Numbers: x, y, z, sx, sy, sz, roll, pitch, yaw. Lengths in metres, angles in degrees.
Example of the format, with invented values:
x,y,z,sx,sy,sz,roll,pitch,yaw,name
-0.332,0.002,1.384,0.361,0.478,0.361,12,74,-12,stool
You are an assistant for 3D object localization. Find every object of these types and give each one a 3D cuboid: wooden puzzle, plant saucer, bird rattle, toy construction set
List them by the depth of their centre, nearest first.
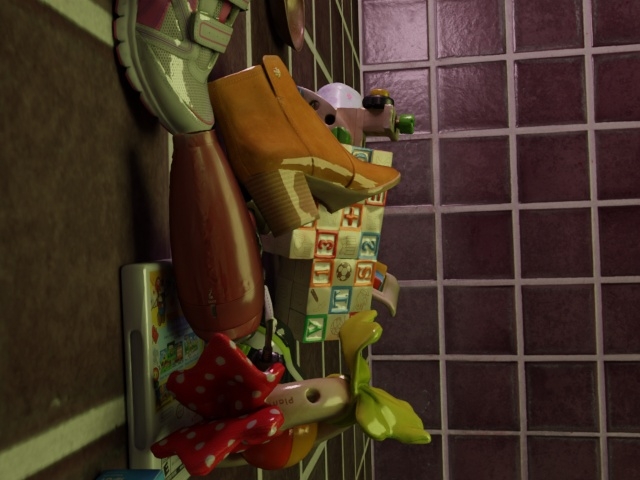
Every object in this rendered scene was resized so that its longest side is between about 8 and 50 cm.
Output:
x,y,z,sx,sy,sz,roll,pitch,yaw,name
-0.034,0.170,0.598,0.143,0.253,0.207,62,-38,22,bird rattle
-0.062,-0.437,1.160,0.198,0.036,0.199,-1,90,-80,plant saucer
0.056,-0.137,1.201,0.309,0.237,0.258,73,17,-59,toy construction set
0.048,0.042,1.220,0.044,0.238,0.221,-59,177,11,wooden puzzle

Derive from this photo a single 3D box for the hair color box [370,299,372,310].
x,y,z,sx,sy,sz,roll,pitch,yaw,name
0.031,0.123,1.294,0.043,0.141,0.072,-60,147,-72,hair color box

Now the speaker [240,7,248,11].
x,y,z,sx,sy,sz,roll,pitch,yaw,name
-0.114,-0.331,0.748,0.055,0.055,0.136,-61,147,-73,speaker

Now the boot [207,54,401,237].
x,y,z,sx,sy,sz,roll,pitch,yaw,name
-0.011,-0.137,0.847,0.295,0.104,0.211,-25,93,-53,boot

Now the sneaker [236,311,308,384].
x,y,z,sx,sy,sz,roll,pitch,yaw,name
-0.080,0.188,0.872,0.097,0.084,0.235,-56,150,-32,sneaker

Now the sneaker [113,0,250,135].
x,y,z,sx,sy,sz,roll,pitch,yaw,name
-0.111,-0.214,0.565,0.103,0.111,0.253,-63,150,-72,sneaker

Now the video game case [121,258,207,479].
x,y,z,sx,sy,sz,roll,pitch,yaw,name
-0.132,0.120,0.646,0.227,0.026,0.207,-8,97,-80,video game case

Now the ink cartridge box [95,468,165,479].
x,y,z,sx,sy,sz,roll,pitch,yaw,name
-0.147,0.226,0.442,0.122,0.052,0.089,-57,144,-77,ink cartridge box

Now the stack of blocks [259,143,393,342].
x,y,z,sx,sy,sz,roll,pitch,yaw,name
0.000,0.000,1.001,0.171,0.087,0.297,2,99,-37,stack of blocks

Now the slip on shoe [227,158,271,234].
x,y,z,sx,sy,sz,roll,pitch,yaw,name
-0.093,-0.058,0.859,0.041,0.051,0.135,-51,146,-40,slip on shoe

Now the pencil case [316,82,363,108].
x,y,z,sx,sy,sz,roll,pitch,yaw,name
0.030,-0.224,1.463,0.124,0.113,0.273,-38,-143,43,pencil case

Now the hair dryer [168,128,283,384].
x,y,z,sx,sy,sz,roll,pitch,yaw,name
-0.099,0.009,0.649,0.294,0.080,0.224,84,-7,-53,hair dryer
